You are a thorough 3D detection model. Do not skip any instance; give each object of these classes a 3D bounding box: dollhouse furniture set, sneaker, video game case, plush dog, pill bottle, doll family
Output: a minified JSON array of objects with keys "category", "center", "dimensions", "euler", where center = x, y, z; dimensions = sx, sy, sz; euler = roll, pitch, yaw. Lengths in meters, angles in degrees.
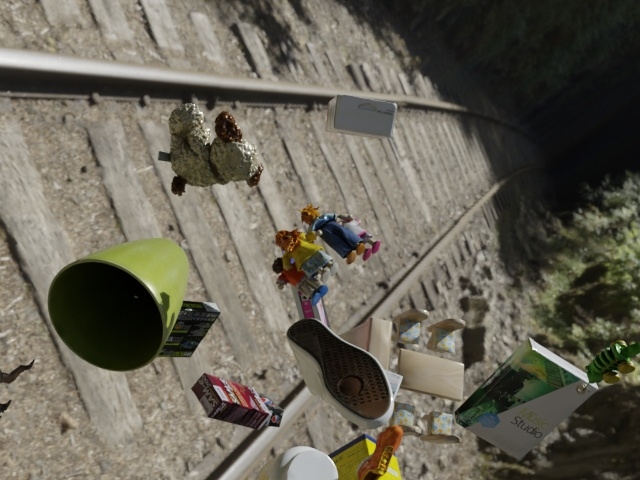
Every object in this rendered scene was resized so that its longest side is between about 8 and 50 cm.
[{"category":"dollhouse furniture set","center":[0.262,0.373,1.805],"dimensions":[0.394,0.256,0.362],"euler":[16,66,-16]},{"category":"sneaker","center":[0.149,0.516,1.463],"dimensions":[0.064,0.175,0.067],"euler":[22,13,-21]},{"category":"video game case","center":[0.150,0.360,1.536],"dimensions":[0.122,0.087,0.011],"euler":[-48,153,-61]},{"category":"plush dog","center":[-0.269,-0.216,1.613],"dimensions":[0.262,0.225,0.211],"euler":[59,34,-45]},{"category":"pill bottle","center":[-0.067,0.686,1.738],"dimensions":[0.187,0.334,0.188],"euler":[8,62,-15]},{"category":"doll family","center":[0.000,0.000,1.323],"dimensions":[0.263,0.163,0.118],"euler":[-38,148,-26]},{"category":"sneaker","center":[0.042,0.250,1.087],"dimensions":[0.290,0.105,0.123],"euler":[40,-31,54]}]

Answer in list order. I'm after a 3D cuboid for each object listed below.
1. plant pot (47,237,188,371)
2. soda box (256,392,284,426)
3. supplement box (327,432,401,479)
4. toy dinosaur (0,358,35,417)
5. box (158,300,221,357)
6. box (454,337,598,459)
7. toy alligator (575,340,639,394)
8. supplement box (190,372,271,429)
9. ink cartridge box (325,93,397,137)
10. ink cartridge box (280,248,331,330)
[{"category":"plant pot","center":[-0.428,0.109,1.447],"dimensions":[0.275,0.274,0.293],"euler":[62,21,-15]},{"category":"soda box","center":[-0.184,0.564,2.068],"dimensions":[0.053,0.169,0.060],"euler":[14,91,-28]},{"category":"supplement box","center":[0.168,0.895,2.138],"dimensions":[0.195,0.194,0.357],"euler":[40,24,-32]},{"category":"toy dinosaur","center":[-0.752,0.307,1.299],"dimensions":[0.200,0.296,0.127],"euler":[31,7,-17]},{"category":"box","center":[-0.395,0.244,1.694],"dimensions":[0.190,0.184,0.045],"euler":[11,34,-48]},{"category":"box","center":[0.561,0.443,1.704],"dimensions":[0.232,0.322,0.058],"euler":[31,23,-10]},{"category":"toy alligator","center":[0.525,0.238,1.158],"dimensions":[0.051,0.190,0.056],"euler":[16,46,-15]},{"category":"supplement box","center":[-0.274,0.500,1.913],"dimensions":[0.130,0.073,0.239],"euler":[43,6,41]},{"category":"ink cartridge box","center":[0.072,-0.227,1.149],"dimensions":[0.150,0.109,0.063],"euler":[-119,-143,-80]},{"category":"ink cartridge box","center":[-0.029,0.167,1.681],"dimensions":[0.176,0.069,0.371],"euler":[-66,140,-81]}]
